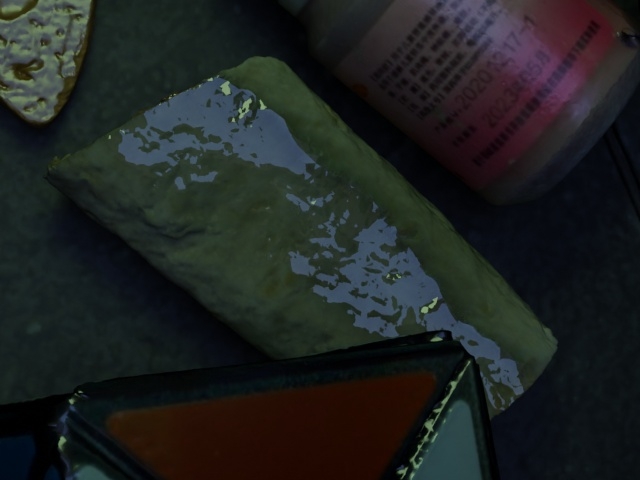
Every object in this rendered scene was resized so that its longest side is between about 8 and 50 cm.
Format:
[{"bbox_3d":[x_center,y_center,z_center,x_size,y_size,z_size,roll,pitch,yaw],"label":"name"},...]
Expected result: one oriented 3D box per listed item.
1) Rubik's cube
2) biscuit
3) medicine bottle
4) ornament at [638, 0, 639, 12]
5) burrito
[{"bbox_3d":[-0.063,0.191,0.956,0.250,0.248,0.246,-6,85,-32],"label":"Rubik's cube"},{"bbox_3d":[-0.193,-0.188,1.111,0.162,0.035,0.250,-12,85,-8],"label":"biscuit"},{"bbox_3d":[0.065,-0.141,1.104,0.247,0.147,0.147,39,77,-4],"label":"medicine bottle"},{"bbox_3d":[0.234,-0.234,1.129,0.106,0.251,0.260,-5,96,25],"label":"ornament"},{"bbox_3d":[-0.003,0.003,1.092,0.299,0.105,0.143,40,81,-6],"label":"burrito"}]
